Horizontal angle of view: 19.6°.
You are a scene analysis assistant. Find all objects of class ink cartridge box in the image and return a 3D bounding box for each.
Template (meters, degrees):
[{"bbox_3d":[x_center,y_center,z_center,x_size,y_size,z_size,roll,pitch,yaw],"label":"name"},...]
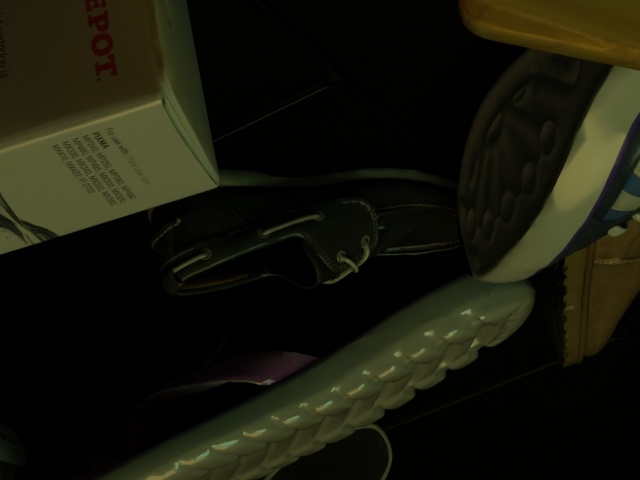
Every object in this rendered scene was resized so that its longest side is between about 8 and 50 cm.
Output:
[{"bbox_3d":[-0.183,-0.084,0.931,0.237,0.172,0.100,-16,151,8],"label":"ink cartridge box"}]

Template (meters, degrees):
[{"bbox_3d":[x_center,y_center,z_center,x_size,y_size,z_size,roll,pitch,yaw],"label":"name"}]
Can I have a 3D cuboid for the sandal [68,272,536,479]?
[{"bbox_3d":[-0.036,0.109,1.408,0.416,0.102,0.169,-26,163,-2],"label":"sandal"}]

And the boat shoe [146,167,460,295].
[{"bbox_3d":[0.000,0.000,1.243,0.233,0.079,0.084,-2,148,-20],"label":"boat shoe"}]

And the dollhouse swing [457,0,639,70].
[{"bbox_3d":[0.087,-0.238,0.728,0.315,0.305,0.347,-56,176,-1],"label":"dollhouse swing"}]

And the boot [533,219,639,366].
[{"bbox_3d":[0.295,-0.003,1.333,0.269,0.089,0.236,-11,151,-3],"label":"boot"}]

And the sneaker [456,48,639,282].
[{"bbox_3d":[0.243,-0.074,1.144,0.236,0.130,0.323,5,141,-19],"label":"sneaker"}]

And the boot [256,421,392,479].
[{"bbox_3d":[-0.071,0.215,1.601,0.244,0.088,0.176,-31,-159,-22],"label":"boot"}]

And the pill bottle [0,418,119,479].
[{"bbox_3d":[-0.256,0.208,1.456,0.130,0.130,0.245,-27,147,26],"label":"pill bottle"}]
